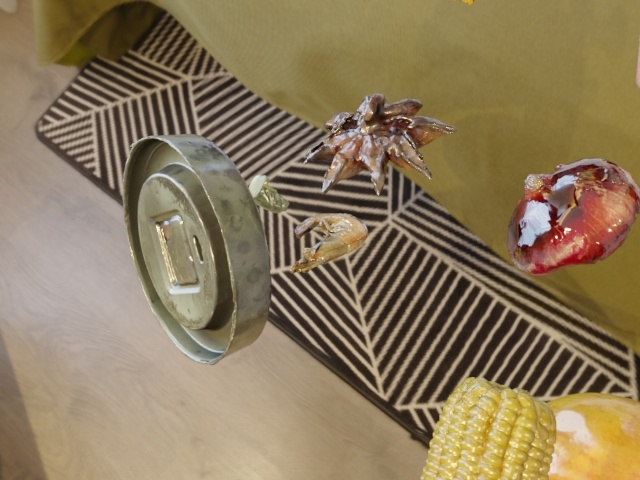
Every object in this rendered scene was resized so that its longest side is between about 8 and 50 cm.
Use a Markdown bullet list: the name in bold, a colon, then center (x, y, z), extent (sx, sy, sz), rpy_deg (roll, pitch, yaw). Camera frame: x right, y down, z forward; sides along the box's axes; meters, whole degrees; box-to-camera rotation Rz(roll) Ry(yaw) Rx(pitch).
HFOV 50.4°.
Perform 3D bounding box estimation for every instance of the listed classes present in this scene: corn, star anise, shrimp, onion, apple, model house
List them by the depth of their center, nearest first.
- **corn**: center (0.149, 0.316, 0.703), extent (0.131, 0.131, 0.344), rpy_deg (15, 82, 15)
- **apple**: center (0.476, 0.404, 1.131), extent (0.299, 0.275, 0.298), rpy_deg (-2, 95, -19)
- **star anise**: center (0.091, -0.184, 1.155), extent (0.272, 0.102, 0.272), rpy_deg (-11, 44, 11)
- **onion**: center (0.458, -0.062, 1.306), extent (0.272, 0.272, 0.195), rpy_deg (-44, 102, -3)
- **shrimp**: center (0.000, 0.002, 1.490), extent (0.144, 0.052, 0.251), rpy_deg (26, 36, 28)
- **model house**: center (-0.116, -0.102, 1.535), extent (0.083, 0.079, 0.066), rpy_deg (32, 79, -26)

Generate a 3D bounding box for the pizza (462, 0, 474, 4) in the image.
- **pizza**: center (0.207, -0.430, 1.055), extent (0.041, 0.178, 0.130), rpy_deg (-14, 111, 8)

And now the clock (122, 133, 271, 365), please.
- **clock**: center (-0.172, 0.009, 0.905), extent (0.061, 0.312, 0.312), rpy_deg (-17, 66, -35)

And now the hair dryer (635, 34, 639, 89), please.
- **hair dryer**: center (0.920, -0.481, 1.619), extent (0.125, 0.352, 0.210), rpy_deg (7, 89, -25)
